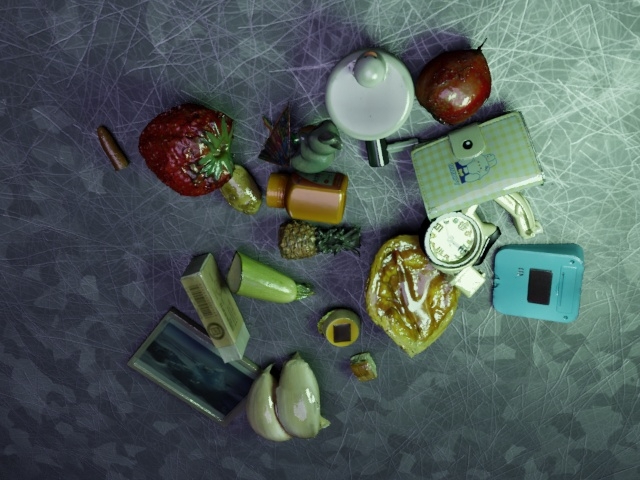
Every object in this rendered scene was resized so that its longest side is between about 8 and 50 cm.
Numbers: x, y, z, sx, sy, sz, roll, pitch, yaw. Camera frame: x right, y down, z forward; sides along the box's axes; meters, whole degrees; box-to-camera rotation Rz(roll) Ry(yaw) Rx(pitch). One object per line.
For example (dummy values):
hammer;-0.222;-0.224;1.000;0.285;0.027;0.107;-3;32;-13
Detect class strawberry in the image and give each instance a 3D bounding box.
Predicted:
strawberry;-0.382;-0.253;1.668;0.288;0.238;0.250;10;83;26

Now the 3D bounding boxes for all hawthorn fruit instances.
hawthorn fruit;0.349;-0.411;1.521;0.181;0.181;0.235;32;107;-8

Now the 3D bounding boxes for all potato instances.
potato;-0.241;-0.150;1.788;0.107;0.080;0.171;-27;109;7

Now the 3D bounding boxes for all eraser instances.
eraser;-0.335;0.220;1.956;0.078;0.144;0.344;-15;113;14

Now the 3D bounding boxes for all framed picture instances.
framed picture;-0.434;0.468;2.163;0.446;0.028;0.326;37;116;-11

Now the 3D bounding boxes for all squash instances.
squash;-0.164;0.150;1.906;0.287;0.137;0.137;26;118;-7

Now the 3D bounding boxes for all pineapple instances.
pineapple;0.000;-0.001;1.810;0.247;0.128;0.128;0;117;4

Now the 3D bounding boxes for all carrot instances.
carrot;-0.628;-0.276;1.801;0.048;0.048;0.139;-21;110;18

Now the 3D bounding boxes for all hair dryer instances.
hair dryer;0.225;-0.270;1.679;0.197;0.057;0.101;-10;116;4

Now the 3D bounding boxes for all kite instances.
kite;-0.117;-0.283;1.674;0.183;0.014;0.241;59;143;22

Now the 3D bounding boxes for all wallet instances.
wallet;0.408;-0.199;1.594;0.309;0.077;0.223;-17;81;14

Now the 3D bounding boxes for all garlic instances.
garlic;-0.107;0.564;2.078;0.286;0.249;0.313;12;134;34

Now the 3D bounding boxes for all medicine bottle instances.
medicine bottle;-0.037;-0.132;1.725;0.222;0.149;0.112;8;117;5

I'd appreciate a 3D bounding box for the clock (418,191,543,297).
clock;0.458;-0.049;1.685;0.276;0.120;0.379;43;99;-12

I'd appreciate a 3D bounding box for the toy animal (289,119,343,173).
toy animal;0.004;-0.260;1.614;0.127;0.251;0.126;-12;89;-27

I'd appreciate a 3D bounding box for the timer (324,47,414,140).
timer;0.123;-0.369;1.528;0.233;0.240;0.234;3;116;6

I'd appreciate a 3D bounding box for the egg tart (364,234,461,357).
egg tart;0.269;0.141;1.805;0.351;0.153;0.340;38;84;-24

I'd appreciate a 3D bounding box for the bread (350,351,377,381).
bread;0.145;0.429;2.030;0.070;0.077;0.083;-25;112;16

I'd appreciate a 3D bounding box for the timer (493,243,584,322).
timer;0.651;0.119;1.812;0.249;0.091;0.232;5;119;19

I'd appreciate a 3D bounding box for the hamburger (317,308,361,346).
hamburger;0.061;0.281;1.965;0.141;0.081;0.127;-19;115;4
